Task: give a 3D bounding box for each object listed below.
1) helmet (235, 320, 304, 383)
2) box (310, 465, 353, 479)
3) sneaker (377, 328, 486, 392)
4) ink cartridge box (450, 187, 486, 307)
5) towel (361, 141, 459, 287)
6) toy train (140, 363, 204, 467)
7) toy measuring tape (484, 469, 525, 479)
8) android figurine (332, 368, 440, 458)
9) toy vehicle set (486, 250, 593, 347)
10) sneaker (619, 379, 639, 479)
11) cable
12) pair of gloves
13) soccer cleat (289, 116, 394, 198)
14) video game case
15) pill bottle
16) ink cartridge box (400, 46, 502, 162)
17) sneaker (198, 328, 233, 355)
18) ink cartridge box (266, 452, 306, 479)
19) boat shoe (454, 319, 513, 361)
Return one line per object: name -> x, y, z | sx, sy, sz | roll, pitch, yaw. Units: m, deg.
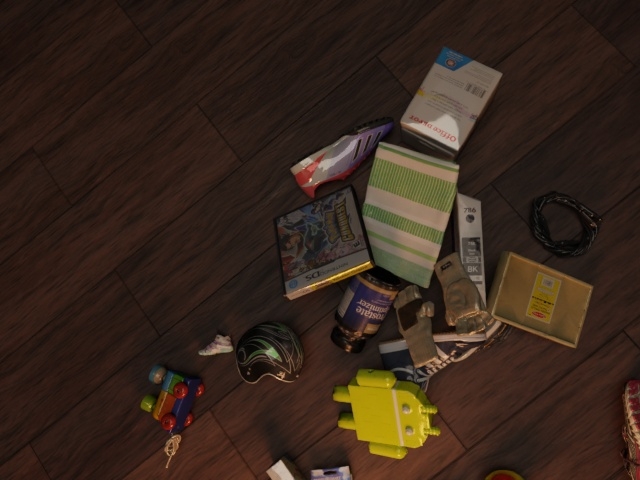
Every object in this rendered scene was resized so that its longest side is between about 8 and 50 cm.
helmet -> -0.125, 0.297, 1.413 | 0.161, 0.169, 0.170 | -22, 79, 22
box -> 0.039, 0.679, 1.392 | 0.109, 0.042, 0.178 | -10, 80, 7
sneaker -> 0.290, 0.311, 1.357 | 0.282, 0.099, 0.153 | -14, 78, 27
ink cartridge box -> 0.374, 0.011, 1.373 | 0.065, 0.165, 0.333 | -3, 83, 7
towel -> 0.212, -0.071, 1.390 | 0.247, 0.038, 0.325 | 23, 107, 30
toy train -> -0.435, 0.475, 1.473 | 0.143, 0.105, 0.248 | 19, 85, 21
toy measuring tape -> 0.396, 0.628, 1.326 | 0.330, 0.121, 0.122 | -9, 80, 25
android figurine -> 0.165, 0.433, 1.346 | 0.272, 0.056, 0.248 | 0, 109, 27
toy vehicle set -> 0.544, 0.148, 1.333 | 0.266, 0.035, 0.166 | 21, 84, -16
sneaker -> 0.766, 0.485, 1.276 | 0.120, 0.112, 0.299 | 6, 69, -15
cable -> 0.630, -0.044, 1.407 | 0.184, 0.047, 0.151 | 37, 94, 9
pair of gloves -> 0.284, 0.171, 1.298 | 0.240, 0.042, 0.204 | -43, 48, 28
soccer cleat -> 0.074, -0.237, 1.499 | 0.318, 0.108, 0.116 | -29, 99, 2
video game case -> 0.000, 0.000, 1.418 | 0.248, 0.035, 0.275 | -23, 49, 14
pill bottle -> 0.111, 0.177, 1.393 | 0.122, 0.123, 0.219 | 27, 107, 12
ink cartridge box -> 0.340, -0.346, 1.427 | 0.171, 0.168, 0.233 | 31, 88, 12
sneaker -> -0.296, 0.285, 1.507 | 0.098, 0.038, 0.069 | -8, 79, -2
ink cartridge box -> -0.078, 0.626, 1.395 | 0.052, 0.088, 0.122 | -38, 79, -1
boat shoe -> 0.413, 0.258, 1.384 | 0.183, 0.083, 0.065 | -47, 37, 24
